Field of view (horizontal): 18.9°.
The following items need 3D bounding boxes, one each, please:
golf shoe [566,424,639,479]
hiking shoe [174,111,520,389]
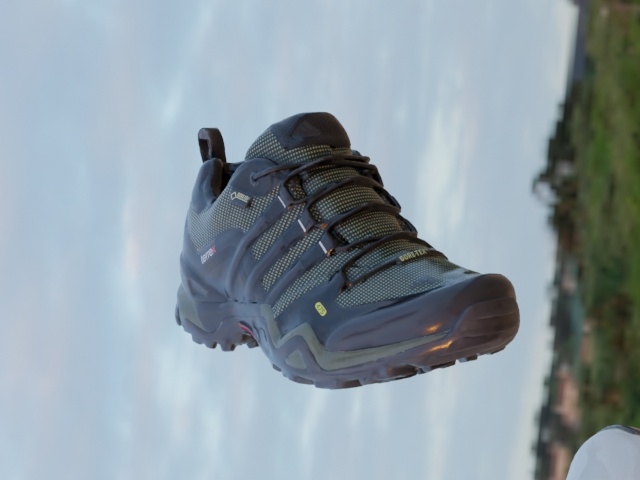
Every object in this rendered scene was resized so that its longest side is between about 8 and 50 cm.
[{"bbox_3d":[0.091,0.145,0.762,0.077,0.094,0.198,-35,28,47],"label":"golf shoe"},{"bbox_3d":[0.000,0.000,0.882,0.086,0.227,0.114,-13,-77,-37],"label":"hiking shoe"}]
